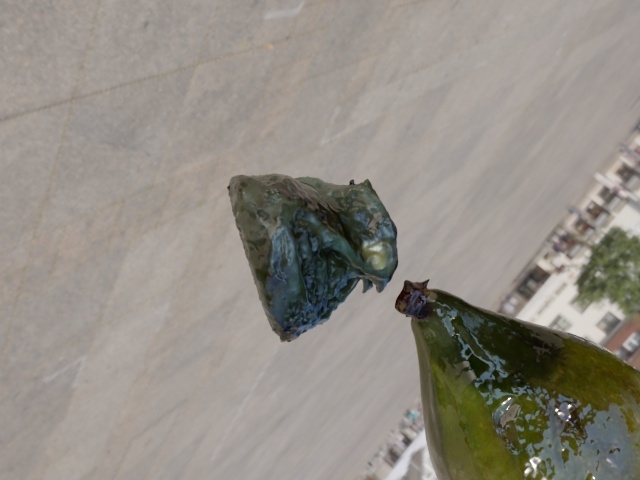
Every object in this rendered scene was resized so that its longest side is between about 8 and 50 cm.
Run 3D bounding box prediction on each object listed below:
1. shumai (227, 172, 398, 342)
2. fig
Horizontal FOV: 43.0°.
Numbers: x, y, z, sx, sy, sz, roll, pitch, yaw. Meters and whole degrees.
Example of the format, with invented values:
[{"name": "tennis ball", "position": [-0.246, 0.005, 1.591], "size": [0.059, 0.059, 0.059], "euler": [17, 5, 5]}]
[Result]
[{"name": "shumai", "position": [0.000, 0.001, 0.467], "size": [0.087, 0.098, 0.124], "euler": [-16, -179, -2]}, {"name": "fig", "position": [0.111, 0.092, 0.465], "size": [0.133, 0.185, 0.126], "euler": [-39, 174, 3]}]
